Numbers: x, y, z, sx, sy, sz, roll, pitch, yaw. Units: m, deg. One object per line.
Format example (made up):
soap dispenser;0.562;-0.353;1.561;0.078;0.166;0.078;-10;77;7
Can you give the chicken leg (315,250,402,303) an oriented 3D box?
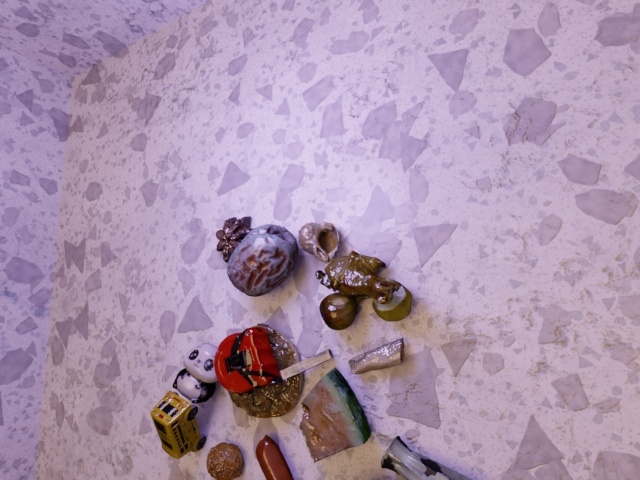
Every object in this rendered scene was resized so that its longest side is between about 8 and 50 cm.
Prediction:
chicken leg;0.161;0.133;1.420;0.361;0.212;0.140;9;129;51

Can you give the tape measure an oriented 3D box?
tape measure;-0.296;0.483;1.590;0.261;0.114;0.252;-28;69;18

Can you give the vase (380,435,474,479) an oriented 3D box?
vase;0.365;0.751;1.227;0.361;0.165;0.164;22;93;36

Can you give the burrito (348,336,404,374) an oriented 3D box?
burrito;0.203;0.418;1.426;0.226;0.060;0.086;-26;65;24

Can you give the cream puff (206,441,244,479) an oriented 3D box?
cream puff;-0.399;0.912;1.657;0.165;0.115;0.150;-30;71;22

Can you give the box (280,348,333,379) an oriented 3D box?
box;-0.052;0.471;1.536;0.207;0.050;0.041;-26;71;3

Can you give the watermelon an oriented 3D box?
watermelon;0.052;0.609;1.447;0.302;0.151;0.264;-46;64;35

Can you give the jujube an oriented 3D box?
jujube;-0.234;0.090;1.632;0.307;0.247;0.215;-60;40;24

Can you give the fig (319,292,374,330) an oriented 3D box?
fig;0.118;0.237;1.485;0.246;0.149;0.149;-24;68;1

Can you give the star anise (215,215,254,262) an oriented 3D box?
star anise;-0.392;-0.008;1.828;0.236;0.109;0.223;-50;57;16

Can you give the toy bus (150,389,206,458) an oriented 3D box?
toy bus;-0.599;0.791;1.699;0.145;0.151;0.330;18;128;25

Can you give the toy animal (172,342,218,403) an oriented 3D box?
toy animal;-0.515;0.565;1.757;0.187;0.165;0.234;29;96;16

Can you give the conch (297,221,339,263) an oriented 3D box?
conch;0.000;0.000;1.573;0.155;0.130;0.207;-45;44;12

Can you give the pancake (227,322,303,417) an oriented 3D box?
pancake;-0.243;0.531;1.659;0.383;0.071;0.381;-5;77;25

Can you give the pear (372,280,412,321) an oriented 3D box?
pear;0.256;0.220;1.406;0.141;0.104;0.140;-19;41;17

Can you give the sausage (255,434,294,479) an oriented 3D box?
sausage;-0.146;0.908;1.516;0.094;0.097;0.348;-24;61;-21
